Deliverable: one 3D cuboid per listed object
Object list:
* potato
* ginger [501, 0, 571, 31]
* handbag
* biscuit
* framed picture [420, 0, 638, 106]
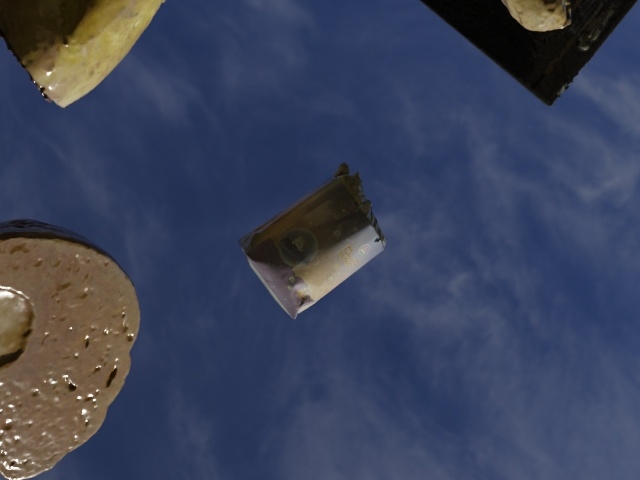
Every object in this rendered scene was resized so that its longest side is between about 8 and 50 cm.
[{"bbox_3d":[-0.295,-0.337,1.213,0.266,0.229,0.229,-35,-103,2],"label":"potato"},{"bbox_3d":[0.099,-0.174,0.461,0.044,0.057,0.137,-6,-90,7],"label":"ginger"},{"bbox_3d":[0.000,0.000,1.117,0.173,0.095,0.117,-37,-64,-5],"label":"handbag"},{"bbox_3d":[-0.209,0.068,0.582,0.049,0.181,0.208,33,-168,38],"label":"biscuit"},{"bbox_3d":[0.239,-0.362,1.122,0.338,0.255,0.014,35,-171,-15],"label":"framed picture"}]
